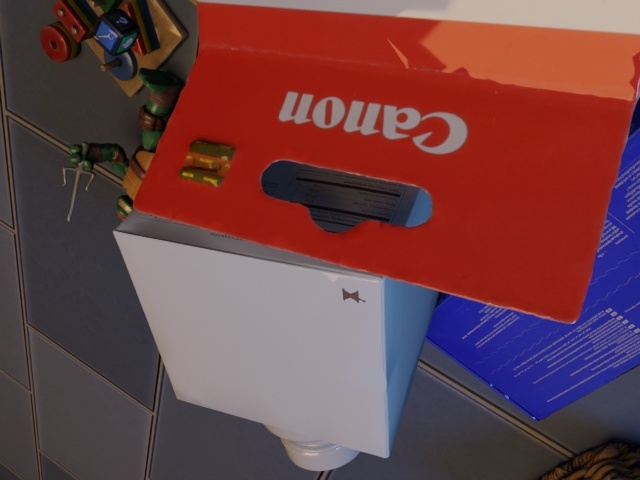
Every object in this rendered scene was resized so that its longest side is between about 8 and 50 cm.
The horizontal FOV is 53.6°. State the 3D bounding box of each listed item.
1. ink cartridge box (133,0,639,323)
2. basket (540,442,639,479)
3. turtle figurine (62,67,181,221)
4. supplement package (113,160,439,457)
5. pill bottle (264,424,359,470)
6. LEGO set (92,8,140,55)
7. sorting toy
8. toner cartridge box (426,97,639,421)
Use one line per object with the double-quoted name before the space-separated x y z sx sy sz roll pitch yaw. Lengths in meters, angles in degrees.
"ink cartridge box" 0.046 -0.179 0.384 0.308 0.385 0.091 14 168 25
"basket" 0.391 0.355 0.684 0.299 0.223 0.214 36 100 7
"turtle figurine" -0.214 -0.080 0.773 0.175 0.118 0.234 32 119 -8
"supplement package" 0.000 0.000 0.552 0.197 0.263 0.199 10 133 18
"pill bottle" -0.019 0.144 0.770 0.152 0.152 0.272 5 122 31
"LEGO set" -0.136 -0.244 0.376 0.182 0.060 0.244 -6 116 33
"sorting toy" -0.231 -0.249 0.716 0.274 0.046 0.132 -29 102 42
"toner cartridge box" 0.246 0.020 0.551 0.165 0.075 0.348 36 134 -2
